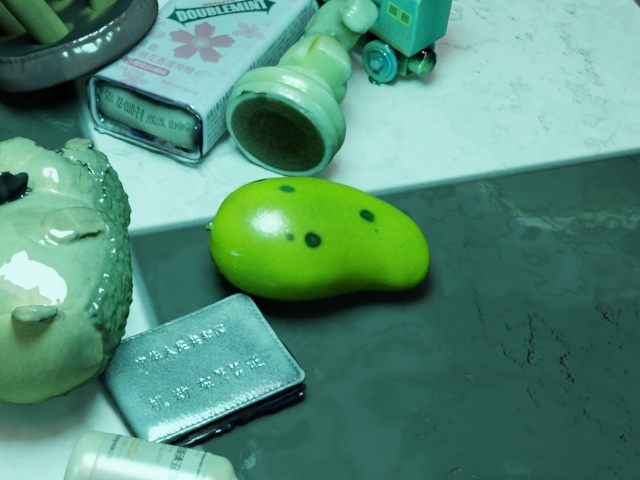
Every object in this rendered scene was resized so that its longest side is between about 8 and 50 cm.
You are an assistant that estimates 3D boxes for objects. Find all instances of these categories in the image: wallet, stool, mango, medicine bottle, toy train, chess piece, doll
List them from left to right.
[{"bbox_3d":[-0.326,0.019,1.481,0.247,0.247,0.349,11,37,1],"label":"doll"},{"bbox_3d":[-0.381,-0.348,1.807,0.272,0.178,0.272,-17,33,11],"label":"stool"},{"bbox_3d":[-0.140,0.277,1.342,0.252,0.114,0.114,12,45,2],"label":"medicine bottle"},{"bbox_3d":[-0.143,0.154,1.517,0.222,0.036,0.167,-19,52,-25],"label":"wallet"},{"bbox_3d":[-0.007,-0.247,1.819,0.176,0.176,0.298,19,52,9],"label":"chess piece"},{"bbox_3d":[0.000,0.000,1.626,0.293,0.143,0.175,5,46,-18],"label":"mango"},{"bbox_3d":[0.068,-0.377,1.964,0.298,0.194,0.120,37,52,25],"label":"toy train"}]

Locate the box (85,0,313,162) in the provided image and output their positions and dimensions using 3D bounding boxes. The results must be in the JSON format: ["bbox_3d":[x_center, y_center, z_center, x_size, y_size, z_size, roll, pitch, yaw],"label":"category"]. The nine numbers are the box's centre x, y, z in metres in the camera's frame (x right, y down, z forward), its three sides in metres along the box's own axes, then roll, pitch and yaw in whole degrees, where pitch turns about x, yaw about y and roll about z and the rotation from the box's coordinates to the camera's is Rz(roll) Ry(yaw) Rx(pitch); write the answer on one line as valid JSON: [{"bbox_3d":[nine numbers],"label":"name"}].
[{"bbox_3d":[-0.171,-0.268,1.875,0.190,0.112,0.369,20,47,17],"label":"box"}]
